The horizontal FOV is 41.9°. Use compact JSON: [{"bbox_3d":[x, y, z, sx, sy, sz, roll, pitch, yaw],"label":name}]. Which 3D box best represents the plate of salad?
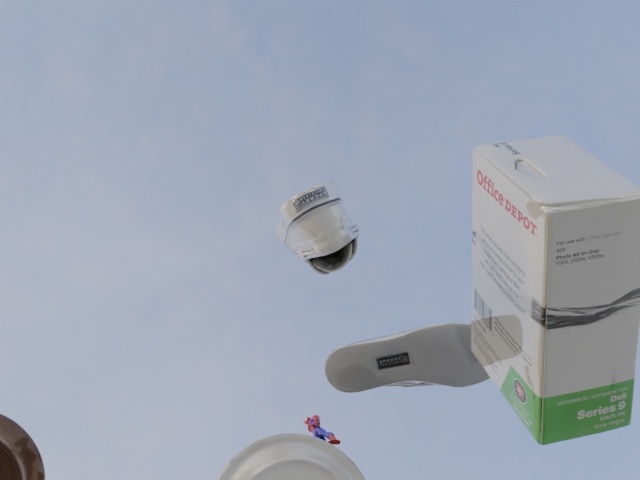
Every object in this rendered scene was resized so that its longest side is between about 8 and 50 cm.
[{"bbox_3d":[-0.032,0.318,0.932,0.200,0.199,0.048,24,-26,-10],"label":"plate of salad"}]

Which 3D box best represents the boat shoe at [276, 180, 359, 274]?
[{"bbox_3d":[0.000,0.000,0.995,0.095,0.258,0.084,-27,-97,2],"label":"boat shoe"}]

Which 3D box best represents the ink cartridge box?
[{"bbox_3d":[0.263,0.048,0.957,0.122,0.211,0.289,-9,-64,-9],"label":"ink cartridge box"}]

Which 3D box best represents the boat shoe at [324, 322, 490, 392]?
[{"bbox_3d":[0.142,0.178,1.251,0.268,0.088,0.096,-13,-92,9],"label":"boat shoe"}]

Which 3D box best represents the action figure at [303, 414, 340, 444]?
[{"bbox_3d":[-0.002,0.288,1.244,0.030,0.115,0.038,-5,-78,-17],"label":"action figure"}]

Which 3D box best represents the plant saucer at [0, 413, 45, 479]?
[{"bbox_3d":[-0.404,0.278,0.956,0.169,0.029,0.168,0,-88,-4],"label":"plant saucer"}]
